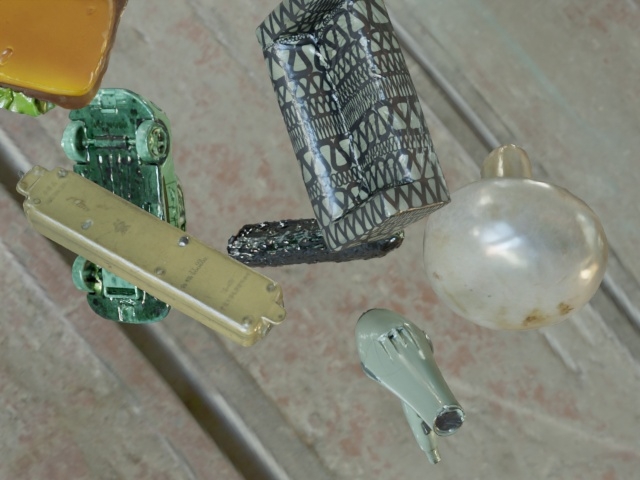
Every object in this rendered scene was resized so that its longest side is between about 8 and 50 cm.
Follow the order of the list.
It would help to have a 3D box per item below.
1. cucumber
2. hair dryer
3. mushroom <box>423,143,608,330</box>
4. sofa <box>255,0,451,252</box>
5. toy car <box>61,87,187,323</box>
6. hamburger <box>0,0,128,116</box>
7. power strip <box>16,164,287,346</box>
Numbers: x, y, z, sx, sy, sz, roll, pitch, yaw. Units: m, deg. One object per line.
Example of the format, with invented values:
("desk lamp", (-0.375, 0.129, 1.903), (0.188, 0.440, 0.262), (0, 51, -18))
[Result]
("cucumber", (0.000, 0.000, 1.658), (0.081, 0.303, 0.072), (-9, 94, -56))
("hair dryer", (0.122, 0.197, 1.302), (0.088, 0.219, 0.224), (-25, 102, -7))
("mushroom", (0.219, -0.011, 1.260), (0.207, 0.207, 0.215), (23, 49, -23))
("sofa", (0.013, -0.059, 0.512), (0.039, 0.060, 0.118), (-12, 79, -34))
("toy car", (-0.243, -0.047, 1.447), (0.125, 0.136, 0.305), (-21, 111, -62))
("hamburger", (-0.249, -0.174, 0.888), (0.166, 0.087, 0.137), (16, 99, -32))
("power strip", (-0.165, 0.010, 1.047), (0.305, 0.044, 0.064), (28, 60, 12))
